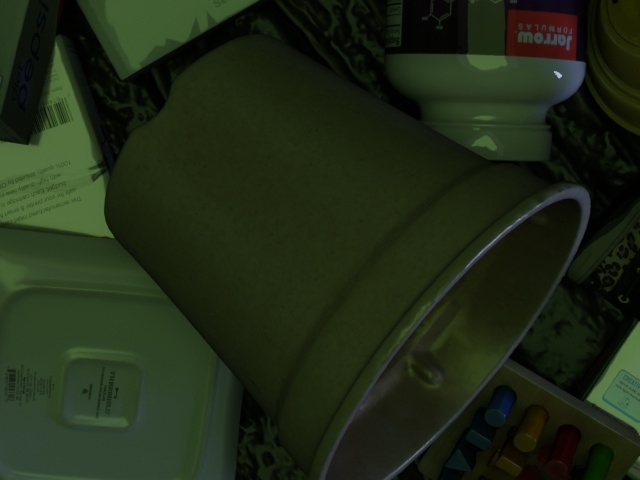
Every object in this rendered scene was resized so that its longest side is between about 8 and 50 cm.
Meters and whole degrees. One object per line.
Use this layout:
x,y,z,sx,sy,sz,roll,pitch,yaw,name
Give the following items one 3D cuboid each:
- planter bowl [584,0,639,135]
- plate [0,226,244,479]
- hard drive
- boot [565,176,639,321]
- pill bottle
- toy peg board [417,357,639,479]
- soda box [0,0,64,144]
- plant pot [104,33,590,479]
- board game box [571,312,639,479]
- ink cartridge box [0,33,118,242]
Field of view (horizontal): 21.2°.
0.314,-0.202,1.507,0.217,0.090,0.217,-9,72,29,planter bowl
-0.202,0.132,1.569,0.278,0.045,0.277,5,111,-10,plate
-0.174,-0.332,1.602,0.203,0.040,0.307,-29,91,5,hard drive
0.340,0.011,1.470,0.178,0.085,0.236,42,133,-1,boot
0.149,-0.233,1.519,0.181,0.181,0.323,1,94,3,pill bottle
0.182,0.214,1.559,0.160,0.079,0.161,31,125,3,toy peg board
-0.278,-0.236,1.509,0.091,0.098,0.286,10,79,8,soda box
0.000,0.000,1.418,0.305,0.334,0.334,40,95,18,plant pot
0.406,0.108,1.585,0.242,0.064,0.316,34,95,1,board game box
-0.274,-0.062,1.596,0.160,0.092,0.219,-19,93,2,ink cartridge box
